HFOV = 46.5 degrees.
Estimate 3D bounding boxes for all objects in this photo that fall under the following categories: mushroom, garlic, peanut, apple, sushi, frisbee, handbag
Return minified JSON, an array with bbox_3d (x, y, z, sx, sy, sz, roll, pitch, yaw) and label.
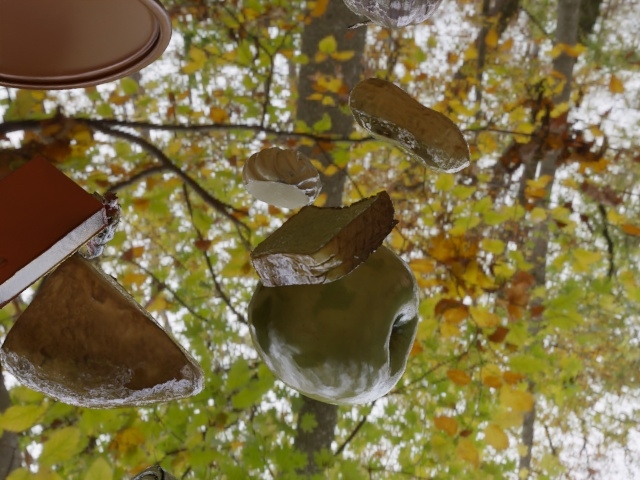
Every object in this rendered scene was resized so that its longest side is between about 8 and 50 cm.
[{"bbox_3d":[-0.460,0.261,1.608,0.397,0.224,0.314,36,-99,13],"label":"mushroom"},{"bbox_3d":[0.128,-0.527,1.506,0.207,0.207,0.256,-18,-170,-20],"label":"garlic"},{"bbox_3d":[0.177,-0.220,1.479,0.274,0.125,0.111,35,-106,4],"label":"peanut"},{"bbox_3d":[0.027,0.156,1.529,0.357,0.357,0.357,-1,-142,0],"label":"apple"},{"bbox_3d":[-0.550,-0.053,1.868,0.103,0.226,0.097,37,-139,1],"label":"sushi"},{"bbox_3d":[-0.275,-0.209,0.745,0.250,0.251,0.021,-9,-101,-10],"label":"frisbee"},{"bbox_3d":[-0.381,-0.010,0.929,0.127,0.063,0.190,35,-123,15],"label":"handbag"}]

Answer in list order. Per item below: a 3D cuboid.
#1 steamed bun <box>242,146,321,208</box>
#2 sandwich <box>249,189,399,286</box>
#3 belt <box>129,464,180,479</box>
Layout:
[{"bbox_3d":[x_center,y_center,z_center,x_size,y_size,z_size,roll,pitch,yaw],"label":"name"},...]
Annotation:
[{"bbox_3d":[-0.082,-0.145,1.659,0.182,0.183,0.106,6,-110,8],"label":"steamed bun"},{"bbox_3d":[0.000,0.000,1.216,0.186,0.065,0.214,-41,-158,-33],"label":"sandwich"},{"bbox_3d":[-0.305,0.540,1.235,0.173,0.436,0.300,38,-119,-16],"label":"belt"}]
